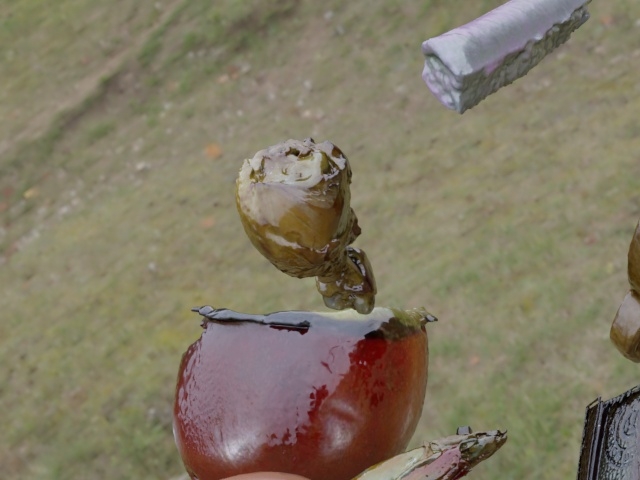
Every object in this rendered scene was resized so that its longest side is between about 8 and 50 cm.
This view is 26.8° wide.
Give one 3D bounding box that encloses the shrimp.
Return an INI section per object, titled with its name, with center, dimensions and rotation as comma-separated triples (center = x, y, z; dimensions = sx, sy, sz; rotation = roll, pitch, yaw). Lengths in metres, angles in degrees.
[shrimp]
center = 0.092, 0.295, 1.584
dimensions = 0.294, 0.062, 0.154
rotation = -33, 7, 9

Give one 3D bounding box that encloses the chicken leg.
[chicken leg]
center = -0.003, -0.001, 1.083
dimensions = 0.087, 0.251, 0.107
rotation = 1, 67, 16

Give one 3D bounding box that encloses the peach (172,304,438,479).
[peach]
center = -0.015, 0.216, 1.914
dimensions = 0.339, 0.353, 0.416
rotation = -5, -42, -37

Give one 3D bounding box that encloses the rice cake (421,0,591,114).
[rice cake]
center = 0.144, -0.154, 1.001
dimensions = 0.270, 0.055, 0.049
rotation = -34, -29, -52

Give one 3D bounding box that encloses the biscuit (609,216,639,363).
[biscuit]
center = 0.420, 0.002, 1.400
dimensions = 0.063, 0.367, 0.314
rotation = 38, 82, 32

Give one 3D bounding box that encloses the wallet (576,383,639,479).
[wallet]
center = 0.296, 0.271, 1.381
dimensions = 0.133, 0.039, 0.243
rotation = 138, 151, -61

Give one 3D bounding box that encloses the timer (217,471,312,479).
[timer]
center = -0.052, 0.298, 1.029
dimensions = 0.215, 0.229, 0.229
rotation = -33, 19, -17
